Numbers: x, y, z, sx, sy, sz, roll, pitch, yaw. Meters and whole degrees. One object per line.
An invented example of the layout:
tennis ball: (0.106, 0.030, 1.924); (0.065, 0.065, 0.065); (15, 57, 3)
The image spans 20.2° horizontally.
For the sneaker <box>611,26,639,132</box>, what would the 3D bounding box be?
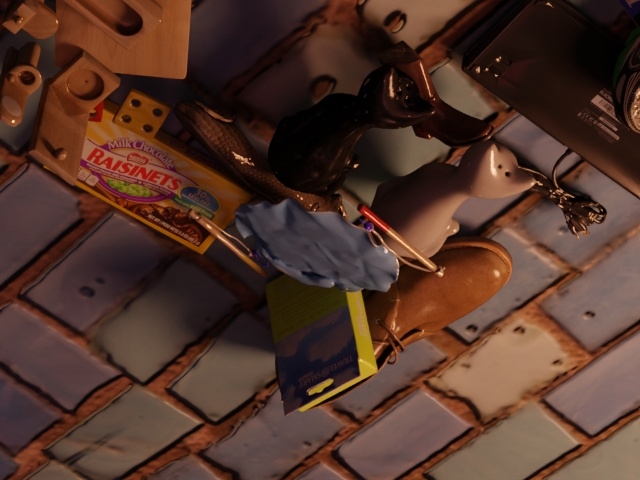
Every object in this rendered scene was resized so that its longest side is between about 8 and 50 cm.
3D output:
sneaker: (0.437, -0.194, 1.730); (0.343, 0.146, 0.134); (-27, 123, 22)

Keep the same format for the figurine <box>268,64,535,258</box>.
figurine: (0.087, -0.082, 1.811); (0.215, 0.092, 0.209); (33, 148, -19)

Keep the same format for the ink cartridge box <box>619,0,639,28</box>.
ink cartridge box: (0.341, -0.232, 1.690); (0.097, 0.046, 0.207); (-41, 79, 29)

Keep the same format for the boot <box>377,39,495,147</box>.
boot: (0.116, -0.150, 1.824); (0.106, 0.037, 0.114); (7, 136, 38)

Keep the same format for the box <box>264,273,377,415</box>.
box: (0.000, 0.103, 1.964); (0.109, 0.178, 0.042); (-31, 138, 24)

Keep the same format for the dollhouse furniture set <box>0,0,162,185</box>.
dollhouse furniture set: (-0.237, -0.171, 1.720); (0.144, 0.123, 0.151); (38, 121, -26)

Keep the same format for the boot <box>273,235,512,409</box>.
boot: (0.082, 0.100, 2.005); (0.305, 0.115, 0.112); (-28, 122, 21)

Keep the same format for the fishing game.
fishing game: (0.000, 0.000, 1.872); (0.264, 0.041, 0.189); (-4, 146, 46)

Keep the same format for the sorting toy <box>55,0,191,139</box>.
sorting toy: (-0.195, -0.225, 1.785); (0.132, 0.046, 0.274); (5, 129, -3)

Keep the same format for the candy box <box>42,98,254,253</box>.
candy box: (-0.183, -0.070, 1.927); (0.206, 0.027, 0.105); (29, 121, -21)

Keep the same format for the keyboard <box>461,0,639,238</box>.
keyboard: (0.276, -0.114, 1.876); (0.317, 0.033, 0.201); (34, 117, -22)

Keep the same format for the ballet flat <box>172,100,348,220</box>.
ballet flat: (-0.056, -0.077, 1.893); (0.250, 0.084, 0.058); (40, 92, -29)
